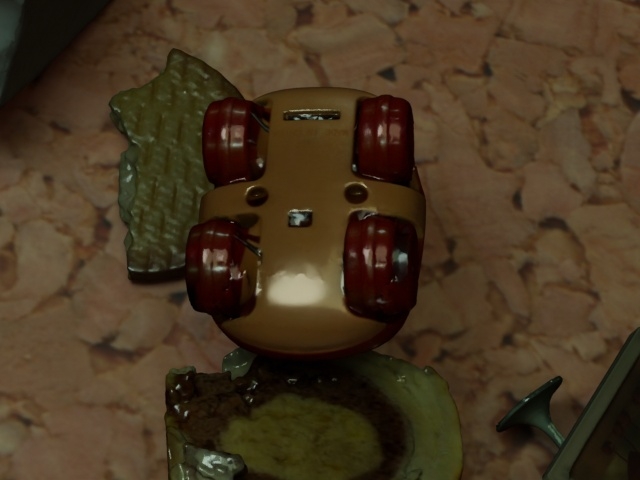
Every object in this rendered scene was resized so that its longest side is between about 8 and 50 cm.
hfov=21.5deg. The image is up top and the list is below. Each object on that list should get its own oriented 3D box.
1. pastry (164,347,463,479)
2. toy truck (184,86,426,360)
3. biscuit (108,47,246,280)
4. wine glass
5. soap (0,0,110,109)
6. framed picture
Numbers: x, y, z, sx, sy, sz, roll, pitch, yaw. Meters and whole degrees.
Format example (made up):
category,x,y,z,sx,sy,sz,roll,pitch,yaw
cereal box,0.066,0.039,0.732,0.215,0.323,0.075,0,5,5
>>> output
category,x,y,z,sx,sy,sz,roll,pitch,yaw
pastry,-0.012,0.198,1.372,0.237,0.170,0.256,4,28,-8
toy truck,0.000,0.000,1.437,0.189,0.239,0.264,0,61,8
biscuit,-0.136,-0.063,1.563,0.176,0.031,0.228,31,64,7
wine glass,0.241,0.217,1.463,0.079,0.079,0.195,-32,72,-23
soap,-0.392,-0.336,1.510,0.435,0.213,0.350,23,42,2
framed picture,0.334,0.236,1.440,0.289,0.020,0.211,44,47,-2
